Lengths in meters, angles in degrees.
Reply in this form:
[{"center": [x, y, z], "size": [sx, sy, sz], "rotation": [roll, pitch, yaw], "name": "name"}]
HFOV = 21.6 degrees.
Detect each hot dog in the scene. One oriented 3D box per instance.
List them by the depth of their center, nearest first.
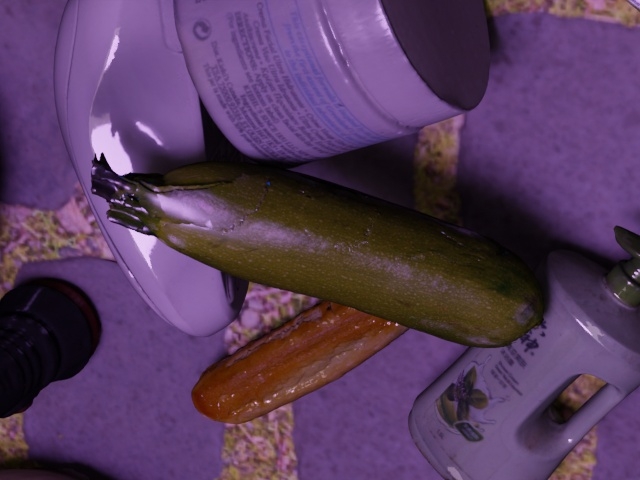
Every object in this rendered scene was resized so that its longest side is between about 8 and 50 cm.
[{"center": [-0.011, 0.085, 1.317], "size": [0.216, 0.047, 0.066], "rotation": [-33, 112, 29], "name": "hot dog"}]

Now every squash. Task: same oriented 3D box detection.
[{"center": [0.000, 0.001, 1.132], "size": [0.332, 0.087, 0.087], "rotation": [16, 121, -15], "name": "squash"}]

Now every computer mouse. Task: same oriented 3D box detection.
[{"center": [-0.125, -0.075, 1.213], "size": [0.121, 0.184, 0.296], "rotation": [-4, 113, 4], "name": "computer mouse"}]

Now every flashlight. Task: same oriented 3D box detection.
[{"center": [-0.261, 0.111, 1.318], "size": [0.093, 0.232, 0.093], "rotation": [9, 117, 19], "name": "flashlight"}]

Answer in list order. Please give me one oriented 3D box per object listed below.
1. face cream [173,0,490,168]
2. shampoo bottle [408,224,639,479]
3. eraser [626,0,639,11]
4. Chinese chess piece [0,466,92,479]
[{"center": [0.009, -0.148, 1.130], "size": [0.153, 0.177, 0.177], "rotation": [-15, 106, 28], "name": "face cream"}, {"center": [0.172, 0.088, 1.222], "size": [0.118, 0.087, 0.234], "rotation": [42, 120, 7], "name": "shampoo bottle"}, {"center": [0.232, -0.153, 1.121], "size": [0.083, 0.038, 0.019], "rotation": [38, 115, 1], "name": "eraser"}, {"center": [-0.246, 0.361, 1.445], "size": [0.338, 0.140, 0.338], "rotation": [12, 114, 29], "name": "Chinese chess piece"}]
